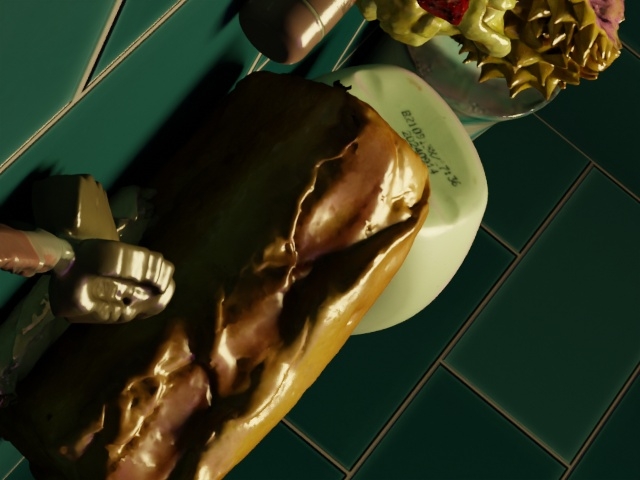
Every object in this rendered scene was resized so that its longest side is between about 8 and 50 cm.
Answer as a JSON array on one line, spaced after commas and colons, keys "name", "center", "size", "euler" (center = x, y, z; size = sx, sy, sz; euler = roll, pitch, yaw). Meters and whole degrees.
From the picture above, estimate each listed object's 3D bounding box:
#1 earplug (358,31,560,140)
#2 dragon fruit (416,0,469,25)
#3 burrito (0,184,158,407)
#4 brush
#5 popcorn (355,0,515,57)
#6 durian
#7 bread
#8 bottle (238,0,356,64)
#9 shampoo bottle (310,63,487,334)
[{"name": "earplug", "center": [0.115, -0.156, 2.030], "size": [0.185, 0.185, 0.324], "euler": [-49, -178, -26]}, {"name": "dragon fruit", "center": [0.077, -0.234, 1.313], "size": [0.162, 0.083, 0.106], "euler": [79, 28, -60]}, {"name": "burrito", "center": [-0.171, 0.036, 1.260], "size": [0.185, 0.041, 0.045], "euler": [-50, 147, -20]}, {"name": "brush", "center": [-0.140, 0.004, 0.994], "size": [0.071, 0.084, 0.301], "euler": [-50, 172, 3]}, {"name": "popcorn", "center": [0.088, -0.208, 1.439], "size": [0.141, 0.162, 0.135], "euler": [-26, -146, 4]}, {"name": "durian", "center": [0.159, -0.247, 1.564], "size": [0.186, 0.154, 0.260], "euler": [-30, -127, 30]}, {"name": "bread", "center": [-0.070, 0.047, 1.328], "size": [0.344, 0.149, 0.195], "euler": [-49, -147, -12]}, {"name": "bottle", "center": [0.008, -0.172, 1.211], "size": [0.140, 0.053, 0.053], "euler": [-49, 177, -20]}, {"name": "shampoo bottle", "center": [0.000, 0.000, 1.762], "size": [0.151, 0.222, 0.349], "euler": [-24, 166, -36]}]
